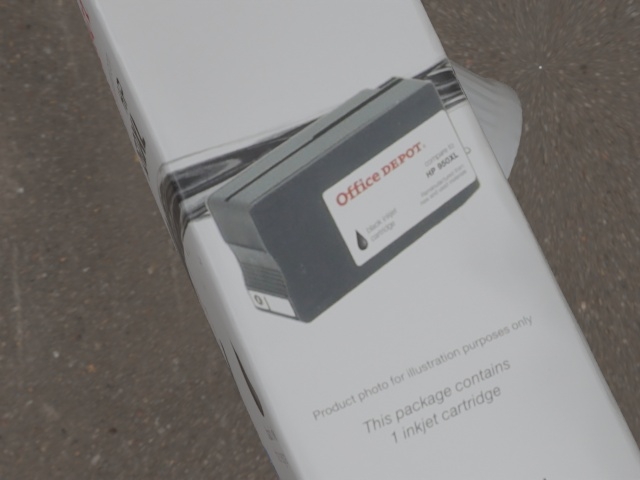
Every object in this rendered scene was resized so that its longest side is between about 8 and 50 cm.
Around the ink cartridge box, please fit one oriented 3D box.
[{"bbox_3d":[0.000,0.000,0.622,0.166,0.285,0.395,-23,83,-9],"label":"ink cartridge box"}]

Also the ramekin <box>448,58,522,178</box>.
[{"bbox_3d":[0.064,-0.071,1.018,0.135,0.277,0.277,30,106,-16],"label":"ramekin"}]
